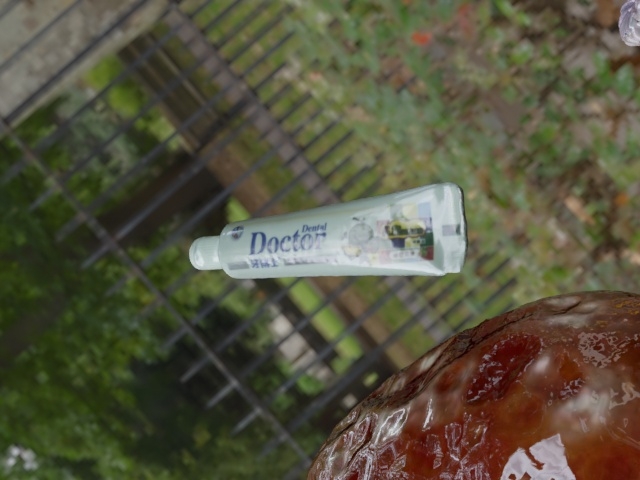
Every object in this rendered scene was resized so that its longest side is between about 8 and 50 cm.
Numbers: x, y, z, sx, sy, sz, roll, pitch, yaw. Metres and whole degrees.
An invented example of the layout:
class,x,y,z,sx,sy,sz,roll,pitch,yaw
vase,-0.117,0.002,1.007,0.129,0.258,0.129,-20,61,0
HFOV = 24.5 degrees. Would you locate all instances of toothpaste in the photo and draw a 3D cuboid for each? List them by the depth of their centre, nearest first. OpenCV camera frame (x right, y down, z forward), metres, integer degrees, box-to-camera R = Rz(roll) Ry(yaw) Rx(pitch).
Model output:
class,x,y,z,sx,sy,sz,roll,pitch,yaw
toothpaste,0.000,0.000,1.128,0.037,0.255,0.067,5,-98,-54

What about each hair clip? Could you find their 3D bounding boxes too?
class,x,y,z,sx,sy,sz,roll,pitch,yaw
hair clip,0.416,-0.298,1.767,0.069,0.173,0.300,6,-158,-14

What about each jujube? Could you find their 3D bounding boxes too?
class,x,y,z,sx,sy,sz,roll,pitch,yaw
jujube,0.126,0.149,0.854,0.223,0.223,0.318,50,144,-14
